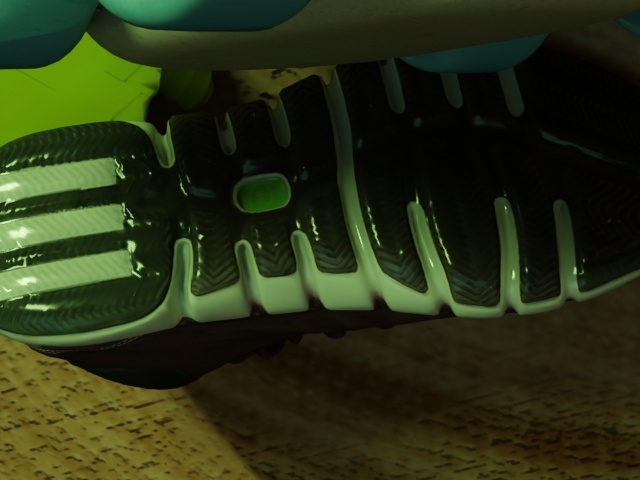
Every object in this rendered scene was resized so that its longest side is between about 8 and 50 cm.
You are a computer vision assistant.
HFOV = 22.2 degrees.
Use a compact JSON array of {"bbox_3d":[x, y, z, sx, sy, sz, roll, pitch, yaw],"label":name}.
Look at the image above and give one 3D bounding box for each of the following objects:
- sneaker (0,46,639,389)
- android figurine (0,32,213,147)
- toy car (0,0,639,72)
[{"bbox_3d":[0.000,0.000,0.665,0.281,0.106,0.162,-4,163,-5],"label":"sneaker"},{"bbox_3d":[-0.168,-0.096,0.605,0.273,0.056,0.248,26,134,-30],"label":"android figurine"},{"bbox_3d":[0.008,-0.171,0.466,0.219,0.238,0.210,-3,-178,-37],"label":"toy car"}]
